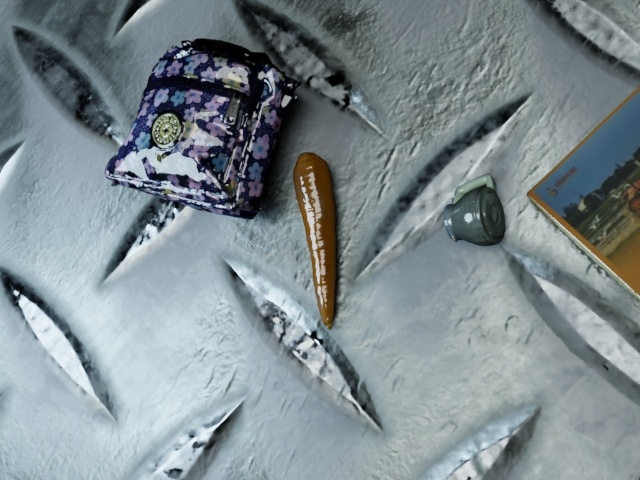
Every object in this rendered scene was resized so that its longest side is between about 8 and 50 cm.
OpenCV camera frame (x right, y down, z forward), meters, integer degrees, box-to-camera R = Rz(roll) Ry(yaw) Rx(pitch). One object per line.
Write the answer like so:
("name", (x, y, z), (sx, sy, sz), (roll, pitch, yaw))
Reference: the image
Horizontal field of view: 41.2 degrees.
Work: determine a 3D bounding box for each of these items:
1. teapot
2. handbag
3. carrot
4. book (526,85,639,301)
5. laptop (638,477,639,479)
("teapot", (0.172, -0.033, 0.959), (0.057, 0.066, 0.088), (-11, 54, 35))
("handbag", (-0.143, -0.142, 1.050), (0.229, 0.127, 0.207), (13, 86, 29))
("carrot", (0.000, 0.000, 1.022), (0.048, 0.048, 0.216), (-10, 83, 18))
("book", (0.420, -0.021, 0.835), (0.262, 0.028, 0.374), (-45, 55, 8))
("laptop", (0.386, 0.283, 0.842), (0.154, 0.026, 0.207), (26, 90, 21))
